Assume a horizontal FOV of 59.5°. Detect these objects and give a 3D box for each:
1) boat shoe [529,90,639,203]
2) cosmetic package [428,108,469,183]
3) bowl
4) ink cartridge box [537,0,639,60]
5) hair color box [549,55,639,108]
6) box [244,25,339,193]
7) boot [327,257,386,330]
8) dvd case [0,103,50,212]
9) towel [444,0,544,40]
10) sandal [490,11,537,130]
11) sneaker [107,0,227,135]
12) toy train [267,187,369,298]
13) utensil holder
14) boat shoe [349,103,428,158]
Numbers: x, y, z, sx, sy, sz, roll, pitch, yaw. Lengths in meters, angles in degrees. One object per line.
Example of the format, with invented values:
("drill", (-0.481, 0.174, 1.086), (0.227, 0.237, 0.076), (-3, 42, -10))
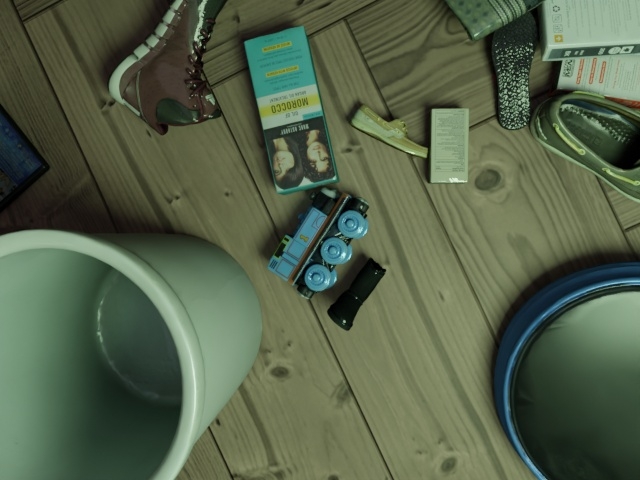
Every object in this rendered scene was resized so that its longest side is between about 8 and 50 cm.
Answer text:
("boat shoe", (0.464, -0.129, 0.827), (0.305, 0.091, 0.109), (26, 94, 5))
("cosmetic package", (0.200, -0.147, 0.879), (0.060, 0.041, 0.115), (2, 92, 5))
("bowl", (0.453, 0.227, 0.806), (0.391, 0.077, 0.391), (2, 97, 17))
("ink cartridge box", (0.427, -0.371, 0.824), (0.208, 0.045, 0.206), (-1, 76, 8))
("hair color box", (0.431, -0.249, 0.851), (0.141, 0.043, 0.072), (11, 92, 5))
("box", (-0.045, -0.203, 0.893), (0.100, 0.060, 0.244), (-13, 90, 6))
("boot", (0.060, 0.080, 0.864), (0.045, 0.121, 0.099), (39, 101, 1))
("dvd case", (-0.617, -0.115, 0.974), (0.253, 0.022, 0.180), (-39, 89, 5))
("towel", (0.273, -0.494, 0.836), (0.312, 0.056, 0.324), (-32, 75, 8))
("sandal", (0.298, -0.263, 0.872), (0.067, 0.040, 0.179), (0, 106, 11))
("sneaker", (-0.193, -0.283, 0.895), (0.281, 0.106, 0.162), (-43, 93, 15))
("toy train", (0.000, 0.000, 0.887), (0.105, 0.080, 0.184), (32, 95, 10))
("utensil holder", (-0.266, 0.146, 0.764), (0.327, 0.385, 0.328), (0, 91, 5))
("boat shoe", (0.113, -0.173, 0.883), (0.135, 0.050, 0.045), (28, 100, 4))
